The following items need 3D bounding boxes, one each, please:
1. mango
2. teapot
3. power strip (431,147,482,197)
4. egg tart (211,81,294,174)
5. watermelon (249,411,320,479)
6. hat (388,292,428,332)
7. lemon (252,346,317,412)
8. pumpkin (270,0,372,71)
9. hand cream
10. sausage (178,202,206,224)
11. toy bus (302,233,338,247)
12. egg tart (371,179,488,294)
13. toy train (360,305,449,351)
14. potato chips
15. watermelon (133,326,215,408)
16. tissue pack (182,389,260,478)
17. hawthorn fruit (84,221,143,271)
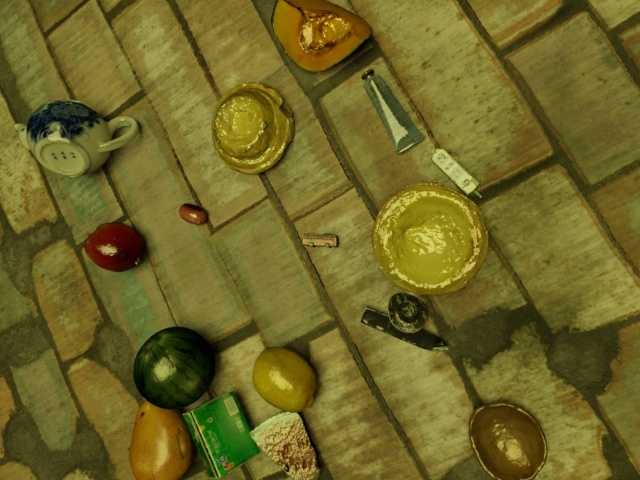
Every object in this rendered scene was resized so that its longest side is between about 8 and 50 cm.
[{"bbox_3d":[-0.500,0.637,1.499,0.191,0.160,0.290,-24,73,22],"label":"mango"},{"bbox_3d":[-0.825,-0.361,1.586,0.425,0.252,0.279,-4,50,-2],"label":"teapot"},{"bbox_3d":[0.376,-0.186,1.310,0.047,0.030,0.191,-45,77,12],"label":"power strip"},{"bbox_3d":[-0.224,-0.351,1.454,0.291,0.115,0.289,0,89,15],"label":"egg tart"},{"bbox_3d":[-0.080,0.625,1.412,0.154,0.094,0.241,-34,81,4],"label":"watermelon"},{"bbox_3d":[0.241,0.192,1.309,0.121,0.050,0.121,-2,63,3],"label":"hat"},{"bbox_3d":[-0.100,0.403,1.373,0.207,0.170,0.169,31,97,14],"label":"lemon"},{"bbox_3d":[0.016,-0.595,1.399,0.312,0.148,0.169,35,139,19],"label":"pumpkin"},{"bbox_3d":[0.195,-0.374,1.358,0.088,0.055,0.255,-31,83,6],"label":"hand cream"},{"bbox_3d":[-0.415,-0.083,1.533,0.094,0.059,0.054,21,112,13],"label":"sausage"},{"bbox_3d":[0.000,0.000,1.420,0.110,0.031,0.043,3,83,17],"label":"toy bus"},{"bbox_3d":[0.295,-0.001,1.286,0.315,0.120,0.314,0,91,17],"label":"egg tart"},{"bbox_3d":[0.237,0.259,1.335,0.252,0.048,0.055,22,75,11],"label":"toy train"},{"bbox_3d":[0.485,0.523,1.245,0.208,0.062,0.195,32,92,16],"label":"potato chips"},{"bbox_3d":[-0.438,0.385,1.435,0.243,0.242,0.242,0,89,17],"label":"watermelon"},{"bbox_3d":[-0.309,0.590,1.449,0.156,0.148,0.208,-38,76,54],"label":"tissue pack"},{"bbox_3d":[-0.666,0.031,1.556,0.188,0.169,0.169,43,101,9],"label":"hawthorn fruit"}]
